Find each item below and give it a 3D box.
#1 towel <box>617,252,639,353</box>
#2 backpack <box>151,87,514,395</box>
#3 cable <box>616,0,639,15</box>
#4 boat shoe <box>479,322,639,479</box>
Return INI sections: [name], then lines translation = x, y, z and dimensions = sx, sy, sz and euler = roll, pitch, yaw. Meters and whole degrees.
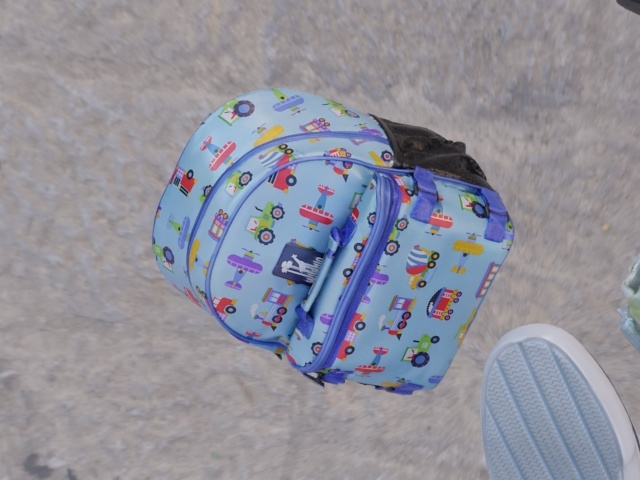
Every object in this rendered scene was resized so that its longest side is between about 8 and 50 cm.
[towel]
translation = 0.374, 0.020, 0.822
dimensions = 0.374, 0.090, 0.320
euler = 40, 72, -27
[backpack]
translation = 0.000, 0.000, 0.735
dimensions = 0.173, 0.117, 0.158
euler = 17, 112, -30
[cable]
translation = 0.258, -0.250, 1.034
dimensions = 0.184, 0.047, 0.150
euler = 22, 62, -7
[boat shoe]
translation = 0.151, 0.140, 0.729
dimensions = 0.083, 0.076, 0.226
euler = -11, 108, 27
